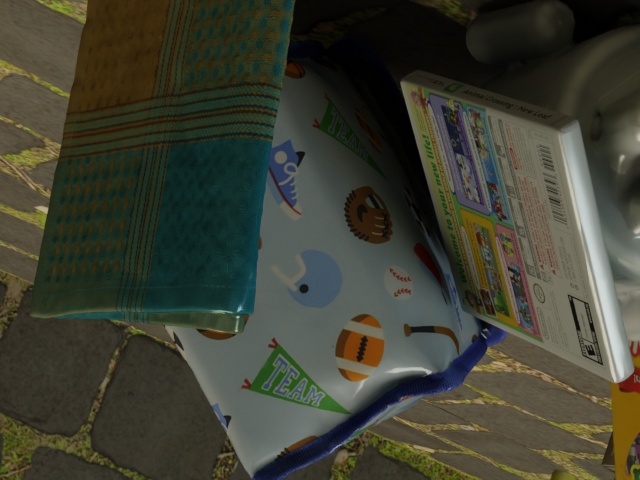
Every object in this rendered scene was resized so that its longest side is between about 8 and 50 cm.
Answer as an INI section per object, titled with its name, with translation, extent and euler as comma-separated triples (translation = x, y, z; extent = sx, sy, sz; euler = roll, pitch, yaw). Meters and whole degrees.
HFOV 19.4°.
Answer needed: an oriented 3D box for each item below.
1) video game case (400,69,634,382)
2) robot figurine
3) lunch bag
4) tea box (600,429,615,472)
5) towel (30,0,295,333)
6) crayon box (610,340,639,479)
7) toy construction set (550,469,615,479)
[video game case]
translation = 0.146, -0.013, 1.397
extent = 0.193, 0.023, 0.212
euler = 25, 138, 54
[robot figurine]
translation = 0.217, -0.056, 1.489
extent = 0.300, 0.199, 0.353
euler = 64, 157, -4
[lunch bag]
translation = 0.000, 0.000, 1.637
extent = 0.239, 0.328, 0.385
euler = -28, 178, 12
[tea box]
translation = 0.543, 0.212, 2.005
extent = 0.329, 0.220, 0.323
euler = 28, 163, -26
[towel]
translation = -0.105, -0.118, 1.364
extent = 0.040, 0.370, 0.271
euler = 14, 173, -36
[crayon box]
translation = 0.375, 0.158, 1.827
extent = 0.081, 0.319, 0.202
euler = -2, 178, -30
[toy construction set]
translation = 0.403, 0.354, 2.018
extent = 0.327, 0.151, 0.215
euler = 26, 174, 45
